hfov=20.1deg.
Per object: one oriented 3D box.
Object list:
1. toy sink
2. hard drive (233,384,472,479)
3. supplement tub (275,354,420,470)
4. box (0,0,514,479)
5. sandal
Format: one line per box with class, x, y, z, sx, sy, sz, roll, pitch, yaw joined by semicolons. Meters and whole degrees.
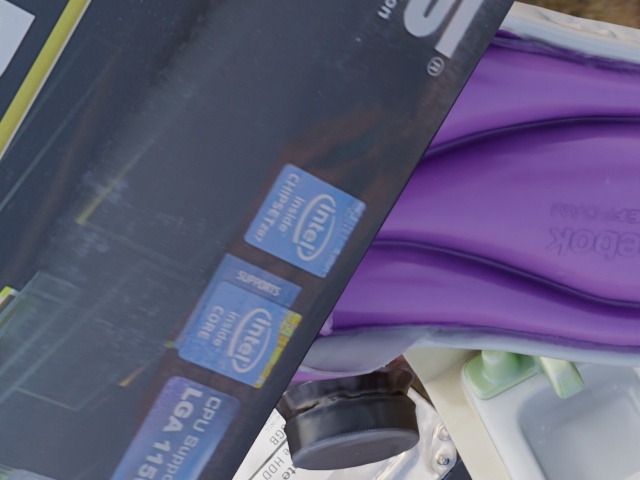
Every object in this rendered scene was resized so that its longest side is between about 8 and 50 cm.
toy sink;0.147;0.089;0.820;0.153;0.234;0.131;-29;51;4
hard drive;-0.074;0.137;1.252;0.237;0.064;0.339;-48;55;-3
supplement tub;0.002;0.022;0.986;0.106;0.106;0.197;-18;68;19
box;-0.127;-0.051;0.414;0.097;0.318;0.395;36;96;49
sandal;0.000;-0.015;0.615;0.416;0.102;0.169;-4;110;-13
